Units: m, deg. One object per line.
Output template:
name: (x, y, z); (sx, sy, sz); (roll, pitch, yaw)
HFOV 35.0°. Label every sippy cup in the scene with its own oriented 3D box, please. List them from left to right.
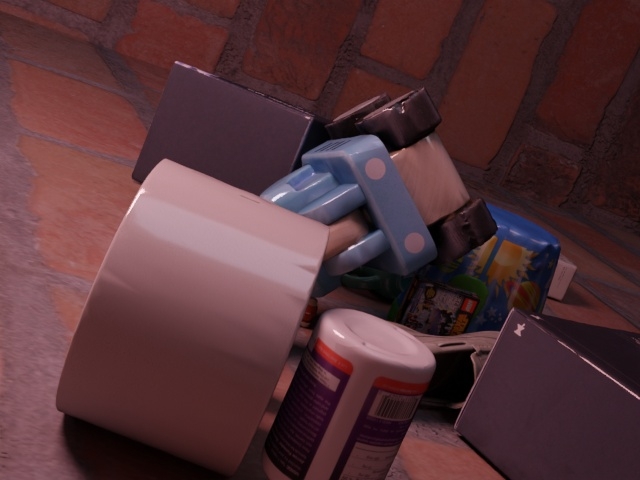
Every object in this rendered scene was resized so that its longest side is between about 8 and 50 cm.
sippy cup: (0.251, 0.067, 1.563); (0.240, 0.224, 0.305); (17, 15, -20)

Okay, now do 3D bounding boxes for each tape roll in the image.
tape roll: (-0.112, 0.072, 0.924); (0.169, 0.246, 0.246); (23, 14, -3)

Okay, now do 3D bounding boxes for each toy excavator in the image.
toy excavator: (0.000, 0.000, 1.307); (0.222, 0.445, 0.433); (61, -11, -11)

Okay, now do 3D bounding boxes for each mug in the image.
mug: (0.124, 0.045, 1.689); (0.097, 0.158, 0.129); (41, -2, 45)

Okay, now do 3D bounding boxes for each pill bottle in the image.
pill bottle: (0.014, 0.165, 0.870); (0.108, 0.193, 0.108); (22, 13, -5)

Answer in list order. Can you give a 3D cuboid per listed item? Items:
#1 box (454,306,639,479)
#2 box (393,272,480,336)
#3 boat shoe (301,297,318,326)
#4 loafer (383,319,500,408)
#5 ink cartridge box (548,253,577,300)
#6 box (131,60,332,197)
box: (0.396, 0.250, 1.195); (0.312, 0.179, 0.343); (14, 16, -38)
box: (0.145, 0.121, 1.367); (0.094, 0.137, 0.027); (18, 14, -16)
boat shoe: (-0.038, 0.075, 1.447); (0.049, 0.043, 0.137); (14, 16, -24)
loafer: (0.176, 0.174, 1.300); (0.319, 0.112, 0.111); (8, 24, -24)
ink cartridge box: (0.434, 0.043, 2.233); (0.208, 0.087, 0.153); (18, 14, -17)
box: (-0.061, -0.122, 1.714); (0.293, 0.212, 0.395); (26, 9, 30)
